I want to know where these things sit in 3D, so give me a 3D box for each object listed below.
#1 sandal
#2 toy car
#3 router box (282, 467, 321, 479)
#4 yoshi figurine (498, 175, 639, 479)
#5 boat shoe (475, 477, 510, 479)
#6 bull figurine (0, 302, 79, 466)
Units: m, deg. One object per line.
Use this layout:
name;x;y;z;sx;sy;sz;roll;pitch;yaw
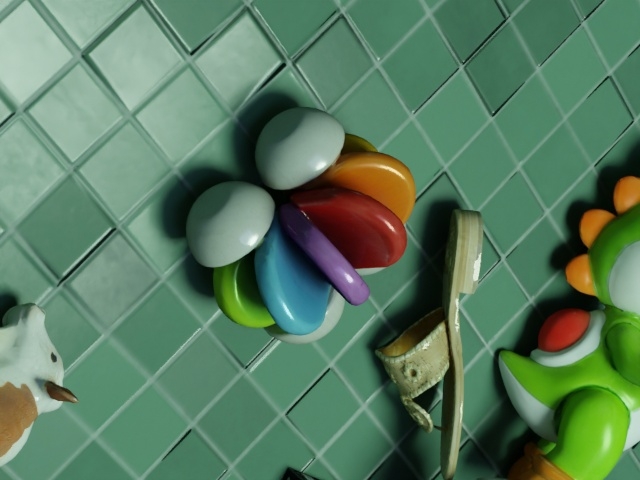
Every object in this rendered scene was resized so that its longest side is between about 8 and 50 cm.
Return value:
sandal;0.088;0.089;1.334;0.079;0.088;0.240;5;99;-4
toy car;0.000;0.000;1.182;0.182;0.136;0.159;-47;128;-10
router box;-0.014;0.272;1.341;0.092;0.038;0.122;28;91;-39
yoshi figurine;0.317;0.110;1.419;0.203;0.203;0.362;20;94;-46
boat shoe;0.166;0.374;1.383;0.156;0.136;0.367;10;117;-8
bull figurine;-0.314;0.145;1.047;0.310;0.101;0.188;-49;124;-12
